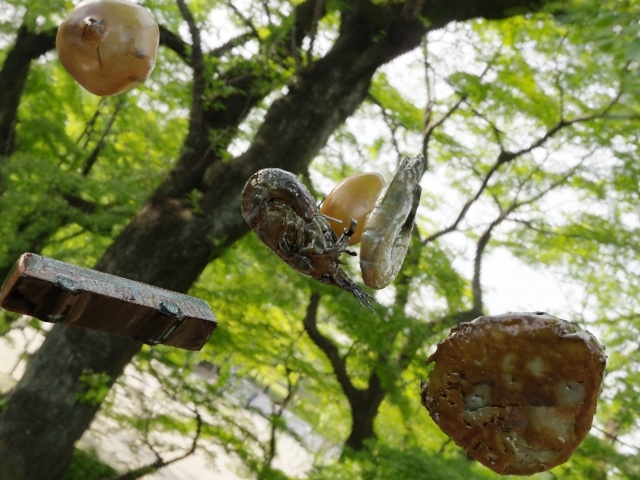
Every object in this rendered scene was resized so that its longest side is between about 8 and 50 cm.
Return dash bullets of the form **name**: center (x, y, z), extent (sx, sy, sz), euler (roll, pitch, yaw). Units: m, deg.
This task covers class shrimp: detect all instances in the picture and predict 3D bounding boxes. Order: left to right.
- **shrimp**: center (-0.004, 0.004, 1.480), extent (0.343, 0.145, 0.116), euler (45, -5, -4)
- **shrimp**: center (0.150, -0.042, 1.588), extent (0.077, 0.317, 0.168), euler (12, -33, 27)

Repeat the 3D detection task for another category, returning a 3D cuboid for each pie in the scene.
- **pie**: center (0.312, 0.250, 1.304), extent (0.308, 0.308, 0.085), euler (31, 22, 2)

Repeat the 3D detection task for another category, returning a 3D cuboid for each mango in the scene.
- **mango**: center (0.085, -0.085, 2.049), extent (0.144, 0.219, 0.112), euler (36, -8, 0)

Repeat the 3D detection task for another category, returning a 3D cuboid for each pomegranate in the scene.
- **pomegranate**: center (-0.434, -0.403, 1.653), extent (0.209, 0.209, 0.209), euler (30, -6, 3)

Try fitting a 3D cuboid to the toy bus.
- **toy bus**: center (-0.376, 0.120, 1.469), extent (0.408, 0.093, 0.092), euler (21, 25, -40)
